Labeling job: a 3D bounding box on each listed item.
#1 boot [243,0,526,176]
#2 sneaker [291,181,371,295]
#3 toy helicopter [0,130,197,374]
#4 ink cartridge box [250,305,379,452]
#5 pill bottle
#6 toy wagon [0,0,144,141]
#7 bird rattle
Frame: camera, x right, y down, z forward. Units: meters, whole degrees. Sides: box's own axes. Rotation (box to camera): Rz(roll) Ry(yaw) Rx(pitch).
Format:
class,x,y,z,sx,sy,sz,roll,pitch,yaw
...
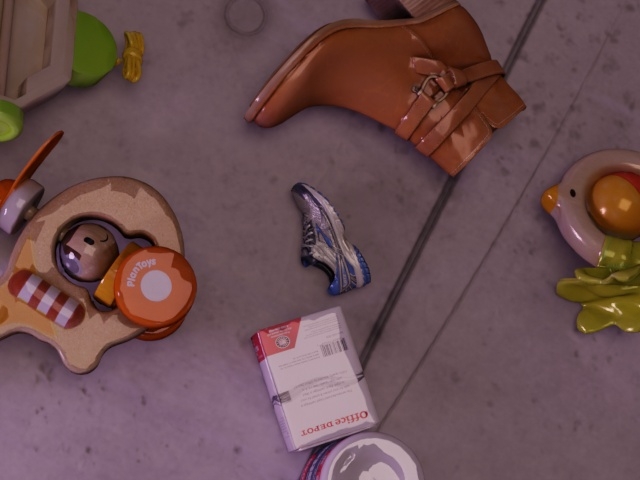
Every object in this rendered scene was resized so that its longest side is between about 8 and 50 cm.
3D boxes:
class,x,y,z,sx,sy,sz,roll,pitch,yaw
boot,0.075,-0.153,1.959,0.283,0.109,0.220,-39,93,-23
sneaker,0.000,0.000,1.931,0.058,0.052,0.135,-31,87,-11
toy helicopter,-0.313,0.044,1.817,0.355,0.140,0.235,-28,86,-11
ink cartridge box,-0.007,0.150,1.898,0.099,0.056,0.135,-16,83,-14
pill bottle,0.036,0.256,1.823,0.108,0.180,0.108,2,79,-11
toy wagon,-0.349,-0.229,1.849,0.344,0.068,0.267,18,55,-29
bird rattle,0.365,-0.022,1.978,0.253,0.143,0.207,-33,72,-18
